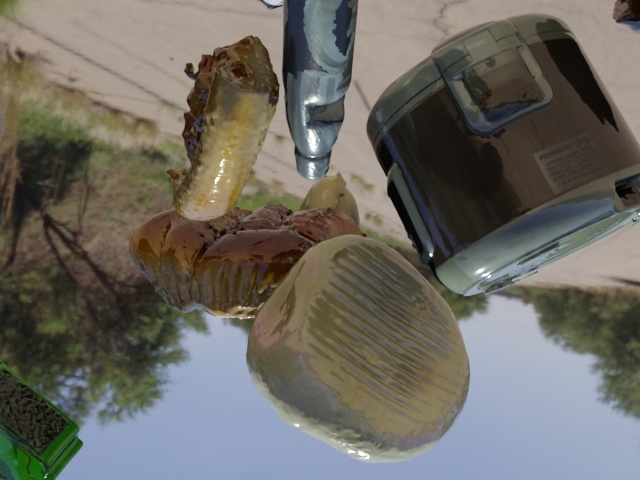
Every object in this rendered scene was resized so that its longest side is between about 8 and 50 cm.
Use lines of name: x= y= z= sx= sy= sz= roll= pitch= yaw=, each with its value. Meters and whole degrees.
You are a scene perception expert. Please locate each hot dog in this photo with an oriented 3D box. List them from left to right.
hot dog: x=-0.142 y=0.024 z=1.396 sx=0.368 sy=0.196 sz=0.365 roll=6 pitch=-166 yaw=25

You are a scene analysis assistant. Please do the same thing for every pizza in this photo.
pizza: x=-0.110 y=-0.112 z=0.792 sx=0.074 sy=0.182 sz=0.365 roll=4 pitch=175 yaw=-16

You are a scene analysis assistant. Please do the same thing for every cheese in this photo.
cheese: x=0.000 y=0.000 z=1.692 sx=0.128 sy=0.315 sz=0.259 roll=12 pitch=-168 yaw=-21

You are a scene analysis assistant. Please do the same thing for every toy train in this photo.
toy train: x=-0.511 y=0.324 z=1.242 sx=0.243 sy=0.188 sz=0.132 roll=42 pitch=-150 yaw=-5

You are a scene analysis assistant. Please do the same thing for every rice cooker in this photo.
rice cooker: x=0.240 y=-0.120 z=1.034 sx=0.335 sy=0.325 sz=0.335 roll=-23 pitch=167 yaw=-6

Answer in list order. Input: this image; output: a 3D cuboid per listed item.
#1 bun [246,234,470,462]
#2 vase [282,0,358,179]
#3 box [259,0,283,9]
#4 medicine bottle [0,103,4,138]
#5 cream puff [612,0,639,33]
bun: x=0.054 y=0.171 z=1.194 sx=0.361 sy=0.360 sz=0.213 roll=11 pitch=157 yaw=-27
vase: x=-0.004 y=-0.132 z=0.651 sx=0.060 sy=0.059 sz=0.211 roll=10 pitch=139 yaw=5
box: x=-0.009 y=-0.356 z=0.732 sx=0.112 sy=0.190 sz=0.370 roll=-25 pitch=-167 yaw=-12
medicine bottle: x=-0.635 y=-0.242 z=1.074 sx=0.225 sy=0.224 sz=0.384 roll=10 pitch=161 yaw=16
cream puff: x=0.499 y=-0.356 z=0.989 sx=0.269 sy=0.154 sz=0.241 roll=28 pitch=148 yaw=-14
